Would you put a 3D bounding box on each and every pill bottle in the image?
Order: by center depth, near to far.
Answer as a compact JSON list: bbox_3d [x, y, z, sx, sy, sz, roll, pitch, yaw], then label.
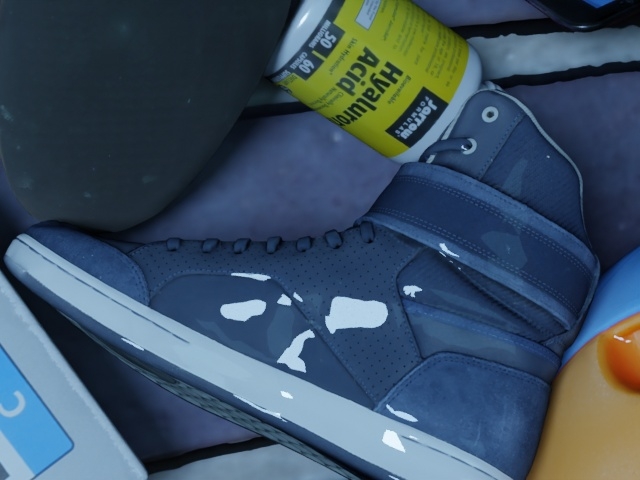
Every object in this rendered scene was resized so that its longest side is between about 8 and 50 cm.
[{"bbox_3d":[0.031,-0.074,0.544,0.116,0.065,0.065,31,85,-20],"label":"pill bottle"}]

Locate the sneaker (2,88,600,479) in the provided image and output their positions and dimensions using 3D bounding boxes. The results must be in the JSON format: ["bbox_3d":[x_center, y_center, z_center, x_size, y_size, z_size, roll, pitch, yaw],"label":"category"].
[{"bbox_3d":[0.001,0.001,0.495,0.226,0.086,0.163,24,77,8],"label":"sneaker"}]

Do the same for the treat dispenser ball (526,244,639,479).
[{"bbox_3d":[0.221,0.119,0.514,0.288,0.288,0.288,-2,97,-20],"label":"treat dispenser ball"}]

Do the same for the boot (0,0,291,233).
[{"bbox_3d":[-0.074,-0.153,0.489,0.112,0.115,0.305,2,113,-28],"label":"boot"}]

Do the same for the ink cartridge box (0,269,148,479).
[{"bbox_3d":[-0.254,0.053,0.455,0.261,0.066,0.296,-37,106,-14],"label":"ink cartridge box"}]

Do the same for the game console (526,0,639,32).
[{"bbox_3d":[0.136,-0.176,0.560,0.144,0.085,0.124,-26,104,-16],"label":"game console"}]
